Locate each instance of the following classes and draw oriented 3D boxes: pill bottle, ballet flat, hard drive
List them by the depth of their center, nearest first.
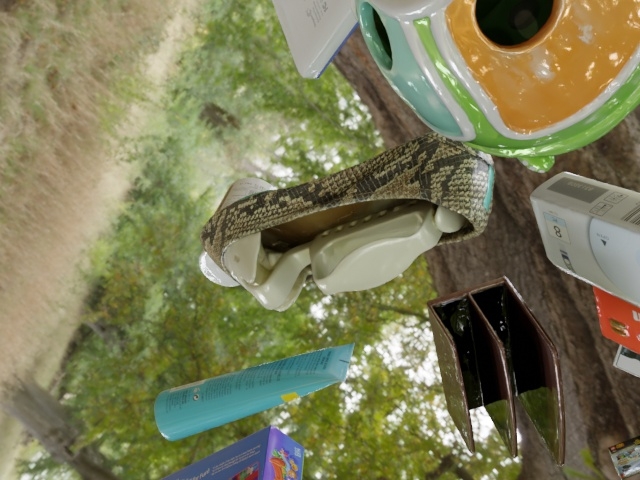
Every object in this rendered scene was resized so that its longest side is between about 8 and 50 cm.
[{"bbox_3d":[0.032,-0.402,0.809,0.040,0.210,0.318,-4,155,-35],"label":"hard drive"},{"bbox_3d":[0.000,0.000,0.825,0.482,0.164,0.182,-18,-137,30],"label":"ballet flat"},{"bbox_3d":[-0.167,-0.018,1.274,0.131,0.131,0.229,-40,-159,36],"label":"pill bottle"}]

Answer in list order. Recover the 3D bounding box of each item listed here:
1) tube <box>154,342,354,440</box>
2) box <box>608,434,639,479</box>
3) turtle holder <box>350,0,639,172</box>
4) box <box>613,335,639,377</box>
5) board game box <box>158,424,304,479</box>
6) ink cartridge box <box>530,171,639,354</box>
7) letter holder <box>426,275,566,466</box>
[{"bbox_3d":[-0.066,0.149,0.615,0.207,0.052,0.080,-20,-164,14],"label":"tube"},{"bbox_3d":[0.708,0.463,1.337,0.137,0.094,0.027,-25,-151,8],"label":"box"},{"bbox_3d":[0.138,-0.230,0.505,0.227,0.321,0.243,11,154,-43],"label":"turtle holder"},{"bbox_3d":[0.698,0.184,1.205,0.087,0.169,0.290,-50,147,-25],"label":"box"},{"bbox_3d":[-0.184,0.446,0.897,0.347,0.078,0.233,-33,-151,26],"label":"board game box"},{"bbox_3d":[0.515,0.097,0.989,0.091,0.385,0.308,-32,-152,-12],"label":"ink cartridge box"},{"bbox_3d":[0.312,0.258,1.074,0.151,0.302,0.214,-18,-147,-2],"label":"letter holder"}]
